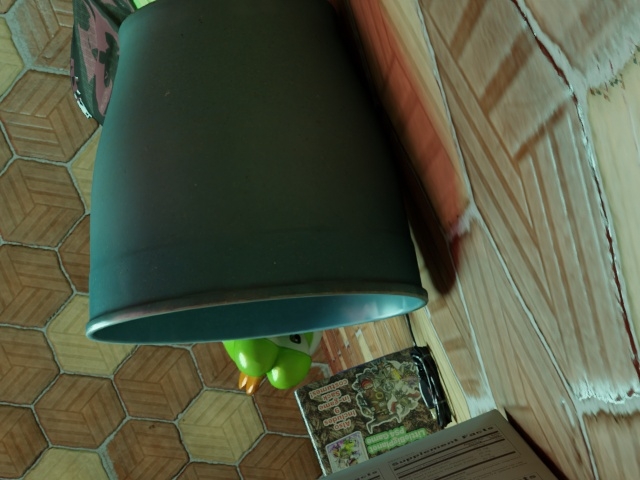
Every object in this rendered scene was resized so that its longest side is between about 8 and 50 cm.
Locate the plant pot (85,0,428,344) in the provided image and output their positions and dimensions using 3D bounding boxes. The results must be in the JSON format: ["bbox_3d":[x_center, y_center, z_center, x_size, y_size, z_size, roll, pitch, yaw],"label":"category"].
[{"bbox_3d":[-0.063,-0.059,1.036,0.271,0.272,0.255,91,173,-80],"label":"plant pot"}]

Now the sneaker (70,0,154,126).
[{"bbox_3d":[-0.141,-0.144,1.310,0.202,0.185,0.482,-21,80,55],"label":"sneaker"}]

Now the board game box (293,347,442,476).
[{"bbox_3d":[0.083,0.288,1.499,0.232,0.141,0.291,98,152,-82],"label":"board game box"}]

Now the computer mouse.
[{"bbox_3d":[0.074,0.080,1.301,0.071,0.041,0.242,82,166,-70],"label":"computer mouse"}]

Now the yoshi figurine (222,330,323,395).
[{"bbox_3d":[-0.038,0.026,1.460,0.362,0.204,0.203,-103,3,-65],"label":"yoshi figurine"}]

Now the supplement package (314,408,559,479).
[{"bbox_3d":[0.091,0.269,0.844,0.262,0.198,0.199,-127,17,-78],"label":"supplement package"}]
